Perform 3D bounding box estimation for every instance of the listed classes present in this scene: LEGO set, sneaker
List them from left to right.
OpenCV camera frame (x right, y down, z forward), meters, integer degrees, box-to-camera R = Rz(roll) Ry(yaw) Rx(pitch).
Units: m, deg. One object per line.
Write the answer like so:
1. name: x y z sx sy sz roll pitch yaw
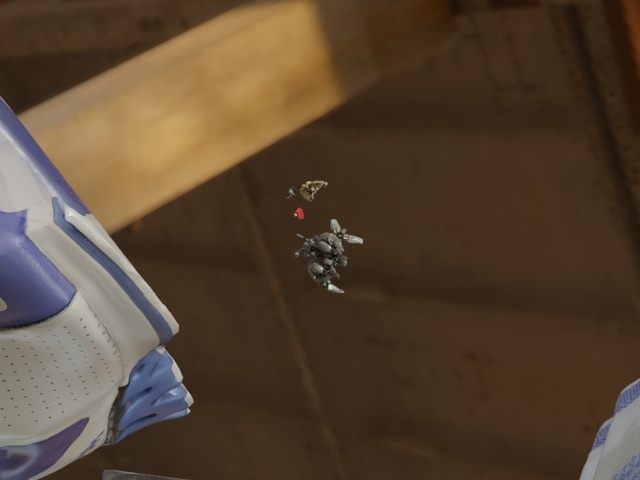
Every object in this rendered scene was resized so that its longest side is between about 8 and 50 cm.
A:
1. sneaker: -0.161 0.060 0.791 0.127 0.182 0.315 49 -11 18
2. LEGO set: -0.002 0.000 1.325 0.054 0.023 0.083 -34 -92 31

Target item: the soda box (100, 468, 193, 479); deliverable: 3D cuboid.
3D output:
1. soda box: -0.032 0.106 0.451 0.169 0.060 0.053 -113 -148 -79

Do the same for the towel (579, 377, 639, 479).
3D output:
1. towel: 0.141 0.081 0.613 0.034 0.285 0.209 38 -58 -4
